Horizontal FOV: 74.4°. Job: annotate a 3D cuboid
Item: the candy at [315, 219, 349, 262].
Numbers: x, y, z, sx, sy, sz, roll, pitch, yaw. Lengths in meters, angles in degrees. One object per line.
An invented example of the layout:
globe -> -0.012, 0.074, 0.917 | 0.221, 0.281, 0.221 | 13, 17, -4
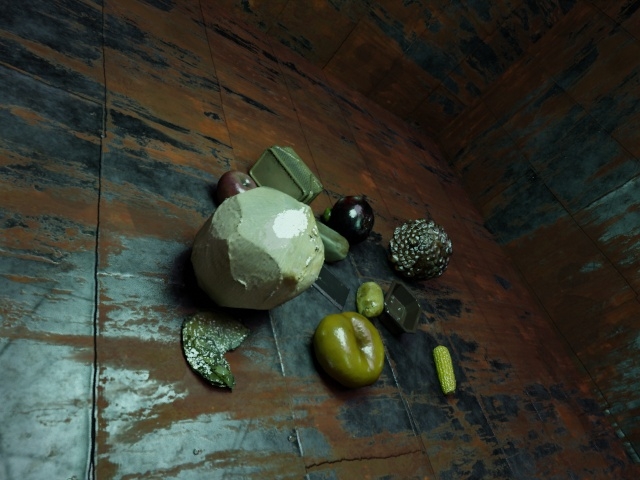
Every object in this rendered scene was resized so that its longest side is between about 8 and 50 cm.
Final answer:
candy -> 0.000, 0.000, 1.626 | 0.234, 0.104, 0.102 | 34, 35, -21

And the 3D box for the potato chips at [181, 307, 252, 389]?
potato chips -> -0.267, 0.274, 1.094 | 0.202, 0.029, 0.220 | 25, 35, -30

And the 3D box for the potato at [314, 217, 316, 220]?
potato -> -0.048, -0.079, 1.717 | 0.051, 0.040, 0.083 | 41, 29, 14

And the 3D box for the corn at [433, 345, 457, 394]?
corn -> 0.498, 0.518, 1.687 | 0.072, 0.072, 0.203 | 29, 38, -26

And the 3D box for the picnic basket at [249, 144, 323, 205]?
picnic basket -> -0.138, -0.236, 1.666 | 0.267, 0.165, 0.139 | 51, 33, 8

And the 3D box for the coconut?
coconut -> -0.163, 0.022, 1.173 | 0.346, 0.360, 0.346 | 32, 33, -23

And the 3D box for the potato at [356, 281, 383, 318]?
potato -> 0.188, 0.226, 1.607 | 0.171, 0.107, 0.080 | -75, 158, -53

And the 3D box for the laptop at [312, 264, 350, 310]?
laptop -> 0.027, 0.158, 1.571 | 0.197, 0.016, 0.135 | 41, 34, -9

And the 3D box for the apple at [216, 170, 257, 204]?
apple -> -0.286, -0.163, 1.456 | 0.153, 0.120, 0.153 | 36, 28, -23

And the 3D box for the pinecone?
pinecone -> 0.466, 0.047, 1.975 | 0.296, 0.298, 0.242 | 46, 1, -36

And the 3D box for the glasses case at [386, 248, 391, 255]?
glasses case -> 0.342, 0.054, 2.048 | 0.083, 0.023, 0.034 | -27, 96, -55

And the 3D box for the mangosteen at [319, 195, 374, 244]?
mangosteen -> 0.120, -0.085, 1.792 | 0.216, 0.216, 0.216 | 30, 36, -25

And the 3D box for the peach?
peach -> 0.094, 0.342, 1.329 | 0.251, 0.153, 0.251 | 26, 35, -19

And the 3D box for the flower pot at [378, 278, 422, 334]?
flower pot -> 0.312, 0.282, 1.710 | 0.179, 0.084, 0.251 | 47, 33, -2
